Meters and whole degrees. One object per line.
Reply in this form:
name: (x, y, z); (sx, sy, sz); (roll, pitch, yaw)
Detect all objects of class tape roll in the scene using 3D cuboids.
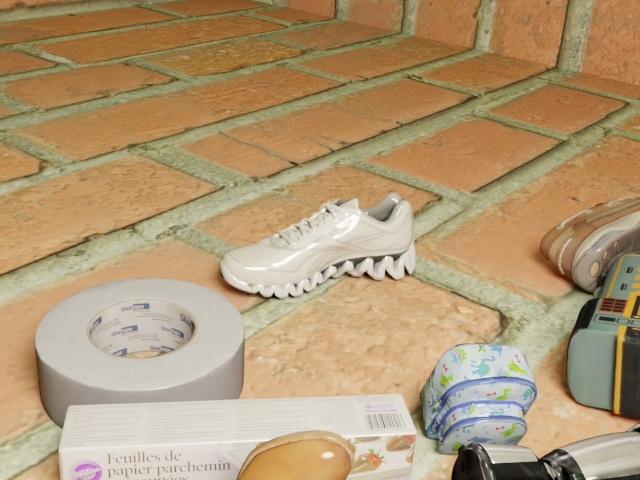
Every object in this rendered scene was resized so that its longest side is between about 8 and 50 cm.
tape roll: (-0.191, 0.123, 0.848); (0.219, 0.072, 0.219); (3, 26, -1)

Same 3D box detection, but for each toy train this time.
toy train: (0.412, 0.098, 0.934); (0.190, 0.142, 0.334); (7, 25, 26)

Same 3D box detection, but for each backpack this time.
backpack: (0.161, 0.160, 0.781); (0.105, 0.114, 0.084); (2, 46, -9)

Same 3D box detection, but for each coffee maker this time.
coffee maker: (0.214, 0.235, 0.632); (0.178, 0.120, 0.171); (-4, 28, -15)

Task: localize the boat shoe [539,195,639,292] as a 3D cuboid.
boat shoe: (0.461, -0.020, 1.187); (0.324, 0.123, 0.116); (-14, 30, -35)

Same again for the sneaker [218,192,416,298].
sneaker: (0.000, 0.000, 1.076); (0.292, 0.118, 0.110); (-10, 32, -24)

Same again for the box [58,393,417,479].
box: (-0.073, 0.192, 0.736); (0.324, 0.063, 0.067); (-1, 25, -10)

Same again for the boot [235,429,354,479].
boot: (-0.051, 0.236, 0.575); (0.197, 0.073, 0.152); (-35, 20, 8)
